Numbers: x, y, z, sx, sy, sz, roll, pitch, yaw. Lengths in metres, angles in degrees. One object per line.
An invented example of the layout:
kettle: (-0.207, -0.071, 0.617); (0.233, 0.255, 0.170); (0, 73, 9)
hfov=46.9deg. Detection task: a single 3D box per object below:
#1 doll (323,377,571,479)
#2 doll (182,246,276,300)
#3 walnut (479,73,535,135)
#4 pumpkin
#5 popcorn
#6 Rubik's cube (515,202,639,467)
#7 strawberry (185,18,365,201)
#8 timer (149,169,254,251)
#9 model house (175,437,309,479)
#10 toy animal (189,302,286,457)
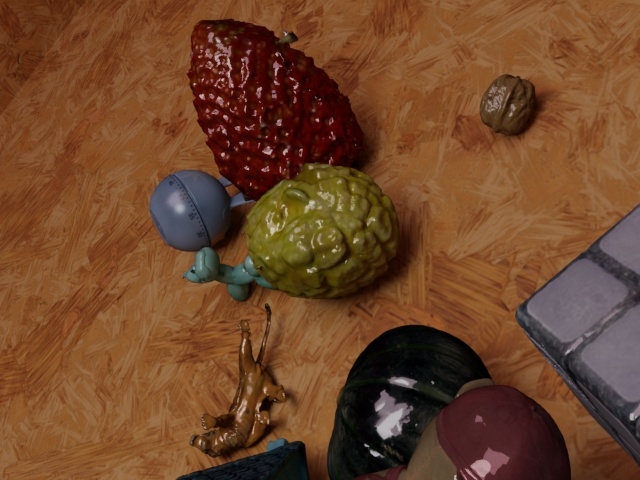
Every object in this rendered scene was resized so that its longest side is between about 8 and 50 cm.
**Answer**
doll: (0.126, 0.256, 0.701); (0.256, 0.152, 0.196); (-40, 52, 11)
doll: (-0.155, 0.055, 1.279); (0.159, 0.158, 0.059); (-13, 63, 25)
walnut: (0.292, -0.212, 1.152); (0.079, 0.082, 0.096); (25, 86, 16)
pumpkin: (0.116, 0.233, 0.914); (0.250, 0.216, 0.250); (-51, 11, 14)
popcorn: (0.000, 0.000, 1.175); (0.237, 0.251, 0.206); (-16, 70, -13)
Rubik's cube: (0.424, 0.124, 0.560); (0.344, 0.337, 0.344); (-41, 28, 4)
strawberry: (-0.076, -0.229, 1.277); (0.292, 0.343, 0.292); (-12, 46, 13)
timer: (-0.207, -0.063, 1.438); (0.175, 0.255, 0.175); (19, 113, 54)
model house: (-0.129, 0.407, 1.010); (0.261, 0.226, 0.241); (-21, 30, 23)
toy animal: (-0.109, 0.226, 1.184); (0.116, 0.114, 0.255); (118, 173, -65)
